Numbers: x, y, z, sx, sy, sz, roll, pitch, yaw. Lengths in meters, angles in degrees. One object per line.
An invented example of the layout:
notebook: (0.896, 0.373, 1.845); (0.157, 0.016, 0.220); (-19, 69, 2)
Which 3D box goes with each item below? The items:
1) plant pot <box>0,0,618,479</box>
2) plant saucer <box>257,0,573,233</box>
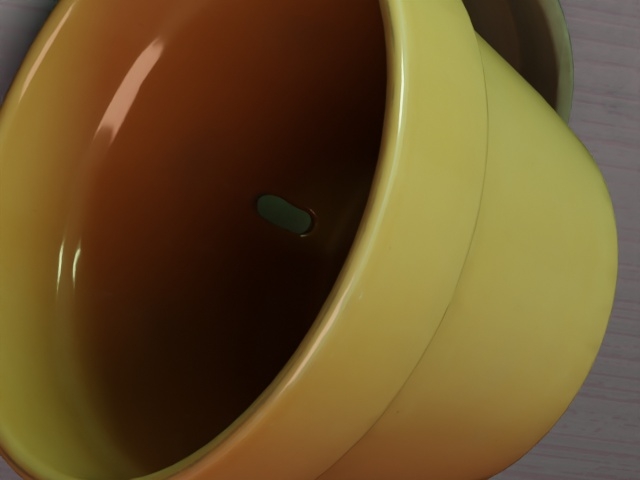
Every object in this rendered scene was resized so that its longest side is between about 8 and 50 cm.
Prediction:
plant pot: (0.000, 0.000, 0.893); (0.203, 0.291, 0.291); (22, 119, -39)
plant saucer: (-0.006, -0.076, 1.016); (0.278, 0.041, 0.278); (-4, 125, -6)
